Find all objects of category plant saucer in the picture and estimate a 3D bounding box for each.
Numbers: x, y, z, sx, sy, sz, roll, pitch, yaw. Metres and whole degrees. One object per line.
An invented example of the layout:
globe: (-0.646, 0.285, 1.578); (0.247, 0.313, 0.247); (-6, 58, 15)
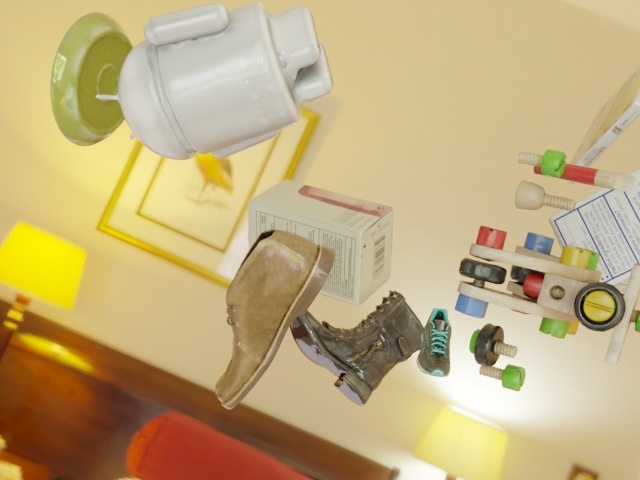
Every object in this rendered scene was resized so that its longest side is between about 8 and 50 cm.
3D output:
plant saucer: (-0.393, -0.284, 1.691); (0.037, 0.241, 0.241); (13, -9, 19)

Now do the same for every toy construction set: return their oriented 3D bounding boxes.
toy construction set: (0.339, 0.034, 1.221); (0.237, 0.309, 0.257); (14, -21, 30)

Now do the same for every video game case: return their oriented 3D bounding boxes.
video game case: (0.512, -0.223, 1.617); (0.026, 0.227, 0.206); (36, -40, 3)

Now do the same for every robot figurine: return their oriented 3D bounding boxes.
robot figurine: (-0.164, -0.247, 1.482); (0.353, 0.200, 0.300); (-17, -42, 8)

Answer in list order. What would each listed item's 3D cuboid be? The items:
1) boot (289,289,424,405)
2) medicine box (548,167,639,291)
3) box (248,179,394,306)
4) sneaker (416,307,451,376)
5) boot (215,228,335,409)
boot: (0.083, 0.180, 1.918); (0.263, 0.229, 0.091); (50, -25, -7)
medicine box: (0.562, -0.030, 1.557); (0.289, 0.149, 0.263); (-29, -17, 23)
box: (0.000, 0.000, 1.679); (0.232, 0.149, 0.127); (17, 32, 27)
sneaker: (0.210, 0.182, 1.721); (0.065, 0.076, 0.166); (7, 29, 0)
boot: (-0.099, 0.113, 1.387); (0.115, 0.305, 0.112); (25, 23, -11)
